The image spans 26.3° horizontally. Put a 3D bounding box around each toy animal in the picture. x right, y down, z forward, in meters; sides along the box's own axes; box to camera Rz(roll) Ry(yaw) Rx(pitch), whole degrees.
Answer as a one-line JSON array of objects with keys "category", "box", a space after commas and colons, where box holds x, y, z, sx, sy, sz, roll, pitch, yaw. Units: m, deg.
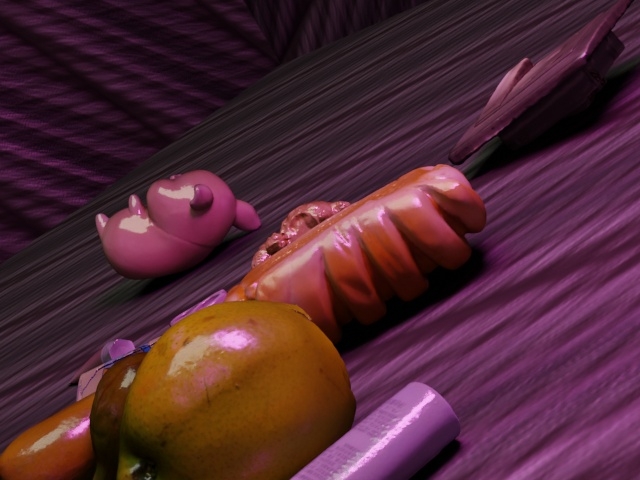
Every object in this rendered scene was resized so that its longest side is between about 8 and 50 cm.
[{"category": "toy animal", "box": [-0.246, -0.022, 2.249, 0.250, 0.154, 0.166, -30, -10, 25]}]

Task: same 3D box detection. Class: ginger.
[{"category": "ginger", "box": [0.002, -0.009, 1.642, 0.081, 0.115, 0.205, 26, 22, 28]}]

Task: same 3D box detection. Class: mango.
[{"category": "mango", "box": [-0.266, 0.222, 1.511, 0.195, 0.092, 0.130, -38, 1, -11]}]

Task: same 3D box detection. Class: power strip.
[{"category": "power strip", "box": [0.313, -0.203, 1.831, 0.251, 0.092, 0.257, -31, 11, 39]}]

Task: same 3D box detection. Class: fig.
[{"category": "fig", "box": [-0.209, 0.228, 1.420, 0.236, 0.124, 0.124, -57, 18, -8]}]

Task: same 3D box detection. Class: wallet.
[{"category": "wallet", "box": [-0.233, 0.168, 1.732, 0.155, 0.039, 0.110, -26, 24, 8]}]

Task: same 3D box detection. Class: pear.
[{"category": "pear", "box": [-0.080, 0.152, 1.173, 0.220, 0.187, 0.187, -29, 12, -21]}]

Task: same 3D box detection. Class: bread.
[{"category": "bread", "box": [0.038, 0.030, 1.501, 0.311, 0.121, 0.173, -32, 7, 6]}]

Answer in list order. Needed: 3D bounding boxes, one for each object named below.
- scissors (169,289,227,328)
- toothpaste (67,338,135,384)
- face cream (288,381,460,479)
[{"category": "scissors", "box": [-0.203, 0.132, 1.867, 0.110, 0.021, 0.212, -28, 12, 41]}, {"category": "toothpaste", "box": [-0.304, 0.171, 1.916, 0.067, 0.043, 0.194, -38, 5, -27]}, {"category": "face cream", "box": [0.021, 0.193, 1.089, 0.198, 0.057, 0.084, -37, 14, -19]}]
